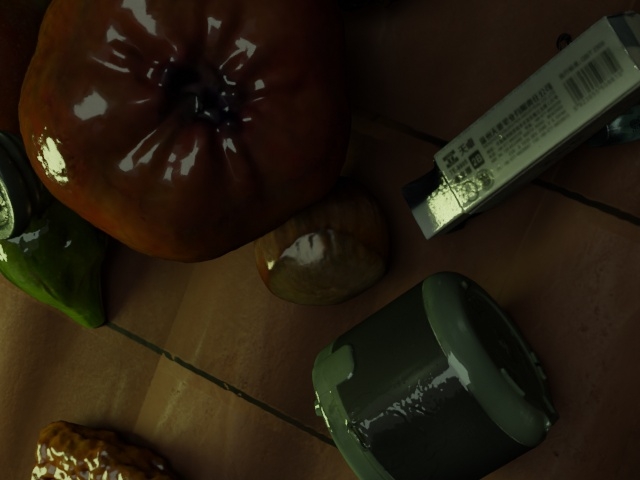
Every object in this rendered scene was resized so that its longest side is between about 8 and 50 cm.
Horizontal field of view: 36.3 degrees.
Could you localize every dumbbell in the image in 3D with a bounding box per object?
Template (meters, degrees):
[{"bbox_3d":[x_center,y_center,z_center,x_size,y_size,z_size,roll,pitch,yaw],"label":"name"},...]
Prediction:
[{"bbox_3d":[-0.407,-0.151,1.511,0.179,0.406,0.179,24,134,28],"label":"dumbbell"}]

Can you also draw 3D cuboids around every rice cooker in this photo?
[{"bbox_3d":[0.150,0.211,1.348,0.277,0.288,0.288,-37,79,21],"label":"rice cooker"}]

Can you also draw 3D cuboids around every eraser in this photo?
[{"bbox_3d":[0.270,-0.137,1.284,0.404,0.096,0.098,-40,72,46],"label":"eraser"}]

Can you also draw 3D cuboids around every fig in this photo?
[{"bbox_3d":[-0.442,0.038,1.647,0.206,0.206,0.275,-8,113,23],"label":"fig"}]

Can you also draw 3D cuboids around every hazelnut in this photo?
[{"bbox_3d":[0.000,0.000,1.454,0.214,0.176,0.214,-3,57,5],"label":"hazelnut"}]

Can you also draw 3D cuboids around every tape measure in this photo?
[{"bbox_3d":[0.382,-0.212,1.318,0.107,0.104,0.180,-13,84,11],"label":"tape measure"}]

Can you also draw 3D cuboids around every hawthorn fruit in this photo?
[{"bbox_3d":[-0.184,-0.209,1.316,0.471,0.471,0.472,1,93,22],"label":"hawthorn fruit"}]

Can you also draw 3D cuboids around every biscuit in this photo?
[{"bbox_3d":[-0.378,0.486,1.664,0.318,0.110,0.312,16,96,21],"label":"biscuit"}]

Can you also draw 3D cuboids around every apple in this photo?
[{"bbox_3d":[-0.582,-0.329,1.601,0.348,0.349,0.277,14,141,21],"label":"apple"}]

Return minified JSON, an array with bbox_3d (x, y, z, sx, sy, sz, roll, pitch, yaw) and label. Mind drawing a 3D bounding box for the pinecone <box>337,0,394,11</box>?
[{"bbox_3d":[0.021,-0.482,1.377,0.298,0.242,0.296,5,96,13],"label":"pinecone"}]
